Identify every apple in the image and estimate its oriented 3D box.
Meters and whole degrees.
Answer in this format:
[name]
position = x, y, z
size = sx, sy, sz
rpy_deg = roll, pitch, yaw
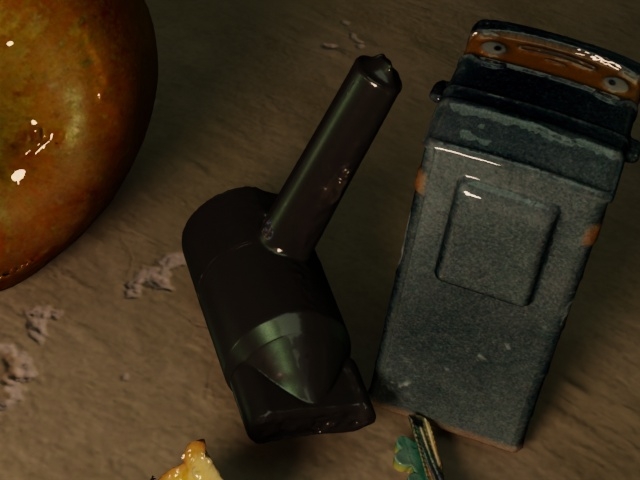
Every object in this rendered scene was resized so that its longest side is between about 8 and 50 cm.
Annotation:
[apple]
position = -0.338, -0.144, 1.198
size = 0.384, 0.374, 0.374
rpy_deg = -44, 54, 1

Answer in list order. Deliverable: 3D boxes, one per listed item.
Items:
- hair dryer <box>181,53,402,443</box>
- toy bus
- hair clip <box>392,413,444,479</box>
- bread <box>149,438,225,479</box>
[hair dryer]
position = 0.000, 0.000, 1.088
size = 0.116, 0.302, 0.244
rpy_deg = 7, 37, -30
[toy bus]
position = 0.148, 0.003, 1.097
size = 0.162, 0.323, 0.194
rpy_deg = 19, 43, 9
[hair clip]
position = 0.089, 0.208, 1.059
size = 0.049, 0.049, 0.173
rpy_deg = -1, 36, -14
[bread]
position = -0.108, 0.212, 0.965
size = 0.080, 0.109, 0.084
rpy_deg = -13, 50, -30
